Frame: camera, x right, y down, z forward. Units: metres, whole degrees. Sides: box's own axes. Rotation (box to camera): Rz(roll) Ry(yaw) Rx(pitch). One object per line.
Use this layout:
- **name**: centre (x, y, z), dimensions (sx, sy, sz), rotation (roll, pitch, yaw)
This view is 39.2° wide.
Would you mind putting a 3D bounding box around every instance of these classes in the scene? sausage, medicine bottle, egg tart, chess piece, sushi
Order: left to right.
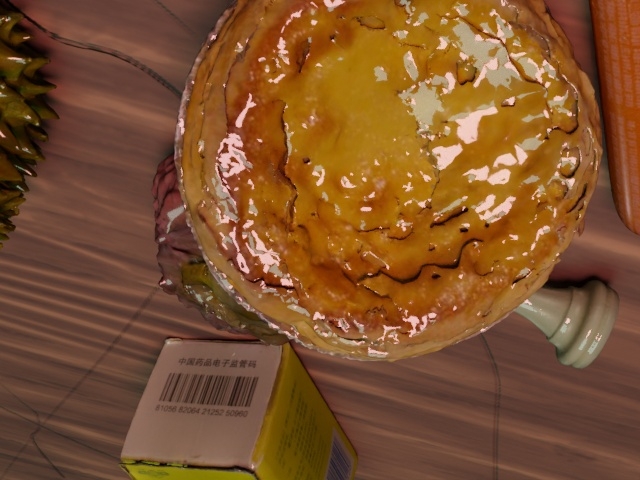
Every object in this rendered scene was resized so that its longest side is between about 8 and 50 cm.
- **medicine bottle**: centre (-0.067, 0.215, 0.881), dimensions (0.137, 0.141, 0.250), rotation (0, 140, 22)
- **sushi**: centre (-0.005, 0.010, 0.632), dimensions (0.241, 0.108, 0.161), rotation (14, 146, -1)
- **egg tart**: centre (0.036, -0.050, 0.497), dimensions (0.234, 0.234, 0.094), rotation (23, -175, -12)
- **chess piece**: centre (0.159, 0.046, 0.664), dimensions (0.103, 0.067, 0.067), rotation (24, 142, 2)
- **sausage**: centre (0.167, -0.113, 0.463), dimensions (0.053, 0.053, 0.348), rotation (-4, 139, 21)

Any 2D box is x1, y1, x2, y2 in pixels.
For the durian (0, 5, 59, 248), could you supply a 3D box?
- **durian**: centre (-0.281, -0.109, 0.527), dimensions (0.169, 0.158, 0.356), rotation (8, 145, 34)
